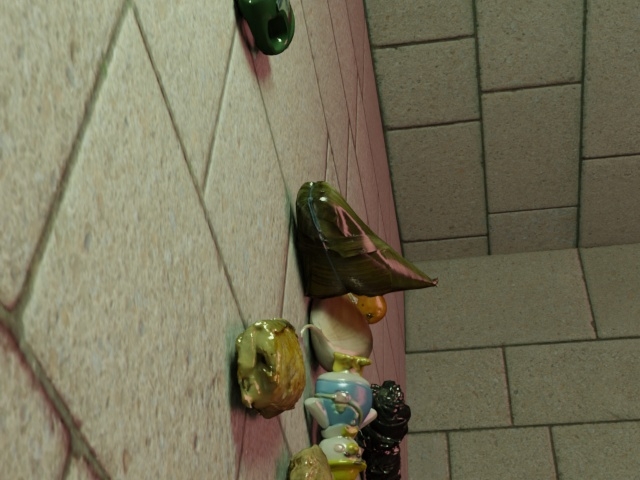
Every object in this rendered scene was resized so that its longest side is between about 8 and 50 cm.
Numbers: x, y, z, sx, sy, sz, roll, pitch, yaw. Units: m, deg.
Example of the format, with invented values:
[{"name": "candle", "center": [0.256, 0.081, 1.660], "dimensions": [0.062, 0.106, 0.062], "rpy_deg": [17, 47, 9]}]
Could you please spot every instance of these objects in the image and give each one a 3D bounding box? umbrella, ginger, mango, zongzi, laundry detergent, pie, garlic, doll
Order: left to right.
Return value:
[{"name": "laundry detergent", "center": [-0.077, -0.336, 1.385], "dimensions": [0.211, 0.063, 0.137], "rpy_deg": [69, 20, -68]}, {"name": "pie", "center": [-0.056, 0.166, 1.213], "dimensions": [0.282, 0.068, 0.128], "rpy_deg": [60, 27, -80]}, {"name": "ginger", "center": [-0.015, 0.361, 1.339], "dimensions": [0.213, 0.074, 0.137], "rpy_deg": [-69, 162, -62]}, {"name": "garlic", "center": [0.026, 0.177, 1.678], "dimensions": [0.128, 0.148, 0.266], "rpy_deg": [-60, -176, 12]}, {"name": "doll", "center": [0.036, 0.313, 1.577], "dimensions": [0.135, 0.099, 0.241], "rpy_deg": [45, 44, -65]}, {"name": "mango", "center": [0.101, 0.126, 2.224], "dimensions": [0.105, 0.084, 0.159], "rpy_deg": [76, -10, -47]}, {"name": "zongzi", "center": [0.078, 0.002, 1.596], "dimensions": [0.112, 0.242, 0.221], "rpy_deg": [-76, 163, -48]}, {"name": "umbrella", "center": [0.143, 0.478, 2.194], "dimensions": [0.154, 0.128, 0.336], "rpy_deg": [-59, 152, -49]}]

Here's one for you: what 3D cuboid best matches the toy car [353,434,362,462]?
[{"name": "toy car", "center": [0.033, 0.341, 1.710], "dimensions": [0.186, 0.058, 0.093], "rpy_deg": [-117, -163, -60]}]
